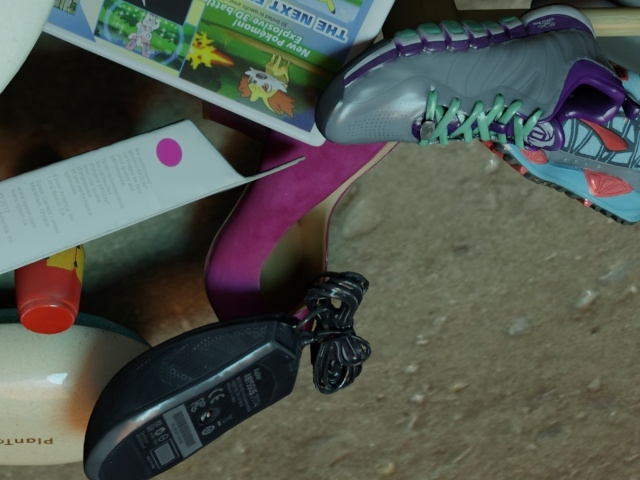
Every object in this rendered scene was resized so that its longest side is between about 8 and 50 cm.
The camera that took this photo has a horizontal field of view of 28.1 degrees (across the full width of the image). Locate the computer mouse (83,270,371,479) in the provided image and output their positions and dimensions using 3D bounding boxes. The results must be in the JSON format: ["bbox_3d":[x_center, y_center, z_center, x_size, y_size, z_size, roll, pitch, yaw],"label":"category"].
[{"bbox_3d":[-0.088,0.114,1.091,0.272,0.072,0.188,-27,151,-16],"label":"computer mouse"}]

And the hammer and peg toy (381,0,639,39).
[{"bbox_3d":[0.172,-0.281,0.882,0.266,0.127,0.361,1,138,-21],"label":"hammer and peg toy"}]

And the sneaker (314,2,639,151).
[{"bbox_3d":[0.110,-0.096,0.865,0.224,0.098,0.083,-19,147,-20],"label":"sneaker"}]

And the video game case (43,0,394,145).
[{"bbox_3d":[-0.093,-0.238,0.806,0.329,0.036,0.300,23,128,-7],"label":"video game case"}]

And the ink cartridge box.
[{"bbox_3d":[-0.204,-0.012,0.885,0.371,0.069,0.176,-21,-176,-38],"label":"ink cartridge box"}]

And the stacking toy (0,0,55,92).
[{"bbox_3d":[-0.334,-0.100,0.762,0.351,0.350,0.480,-5,161,-15],"label":"stacking toy"}]

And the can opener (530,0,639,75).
[{"bbox_3d":[0.292,-0.179,1.071,0.280,0.074,0.093,15,145,-29],"label":"can opener"}]

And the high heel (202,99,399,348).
[{"bbox_3d":[0.000,0.000,1.067,0.127,0.181,0.377,-49,149,-32],"label":"high heel"}]

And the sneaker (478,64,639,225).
[{"bbox_3d":[0.218,-0.112,1.122,0.262,0.104,0.125,20,109,-40],"label":"sneaker"}]

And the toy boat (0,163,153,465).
[{"bbox_3d":[-0.249,0.079,1.127,0.268,0.148,0.318,4,141,-17],"label":"toy boat"}]
